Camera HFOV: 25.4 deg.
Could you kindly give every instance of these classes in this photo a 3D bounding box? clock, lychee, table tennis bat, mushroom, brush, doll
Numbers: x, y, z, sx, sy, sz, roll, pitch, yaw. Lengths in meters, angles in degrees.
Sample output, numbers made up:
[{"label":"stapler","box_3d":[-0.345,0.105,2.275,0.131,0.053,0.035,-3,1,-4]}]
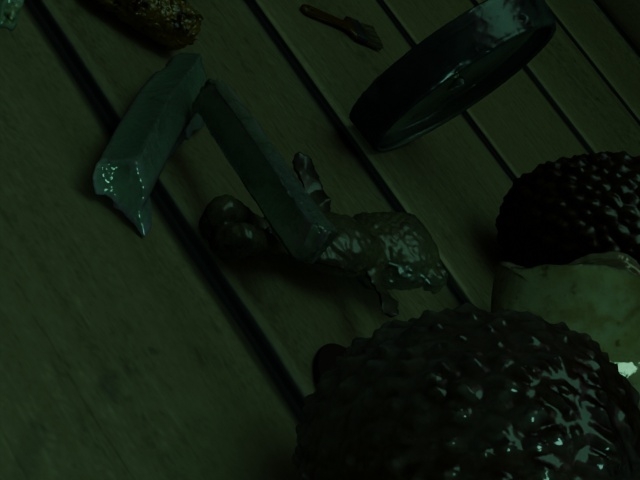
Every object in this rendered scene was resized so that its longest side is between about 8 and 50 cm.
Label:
[{"label":"clock","box_3d":[0.164,-0.205,1.723,0.055,0.281,0.280,57,26,8]},{"label":"lychee","box_3d":[0.116,0.194,1.075,0.300,0.300,0.300,37,26,-22]},{"label":"table tennis bat","box_3d":[0.030,0.150,1.292,0.095,0.014,0.158,41,23,-18]},{"label":"mushroom","box_3d":[0.318,0.106,1.604,0.254,0.189,0.195,5,4,5]},{"label":"lychee","box_3d":[0.356,-0.003,1.802,0.271,0.236,0.236,23,31,-15]},{"label":"brush","box_3d":[0.028,-0.299,1.962,0.170,0.014,0.043,12,44,-50]},{"label":"doll","box_3d":[0.012,0.010,1.395,0.203,0.091,0.286,33,19,12]}]

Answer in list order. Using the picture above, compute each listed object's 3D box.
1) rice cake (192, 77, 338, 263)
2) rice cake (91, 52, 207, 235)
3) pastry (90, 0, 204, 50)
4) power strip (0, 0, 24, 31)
[{"label":"rice cake","box_3d":[-0.055,-0.069,1.318,0.034,0.043,0.211,5,44,-53]},{"label":"rice cake","box_3d":[-0.153,-0.099,1.334,0.290,0.051,0.081,-74,152,-61]},{"label":"pastry","box_3d":[-0.187,-0.247,1.485,0.140,0.056,0.080,28,23,-23]},{"label":"power strip","box_3d":[-0.265,-0.213,1.129,0.065,0.198,0.213,13,34,-12]}]
